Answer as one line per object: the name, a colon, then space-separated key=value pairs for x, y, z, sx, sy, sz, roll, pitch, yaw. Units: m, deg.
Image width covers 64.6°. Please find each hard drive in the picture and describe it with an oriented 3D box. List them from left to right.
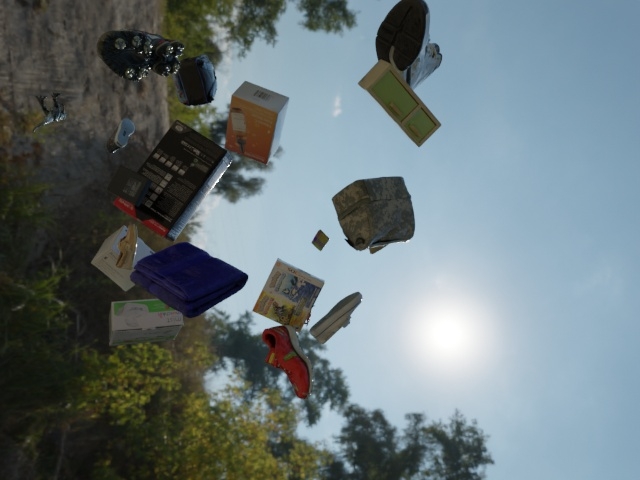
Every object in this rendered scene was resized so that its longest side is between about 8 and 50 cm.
hard drive: x=-0.608 y=-0.174 z=1.607 sx=0.094 sy=0.135 sz=0.022 roll=-63 pitch=158 yaw=-4

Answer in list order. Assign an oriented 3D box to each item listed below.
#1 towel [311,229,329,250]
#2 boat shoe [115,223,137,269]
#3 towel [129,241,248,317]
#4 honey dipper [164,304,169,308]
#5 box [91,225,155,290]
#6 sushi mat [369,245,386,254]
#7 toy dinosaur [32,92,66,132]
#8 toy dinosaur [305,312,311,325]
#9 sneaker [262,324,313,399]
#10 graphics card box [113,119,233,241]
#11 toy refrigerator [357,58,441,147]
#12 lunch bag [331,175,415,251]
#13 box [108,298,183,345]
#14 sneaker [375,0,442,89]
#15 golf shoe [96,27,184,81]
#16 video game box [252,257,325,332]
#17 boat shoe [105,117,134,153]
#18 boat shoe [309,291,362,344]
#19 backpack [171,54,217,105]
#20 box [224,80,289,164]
towel: x=0.000 y=0.000 z=2.061 sx=0.060 sy=0.009 sz=0.083 roll=43 pitch=-50 yaw=13
boat shoe: x=-0.649 y=0.023 z=1.689 sx=0.063 sy=0.059 sz=0.170 roll=47 pitch=-54 yaw=54
towel: x=-0.388 y=0.098 z=1.484 sx=0.308 sy=0.228 sz=0.076 roll=23 pitch=-49 yaw=37
honey dipper: x=-0.507 y=0.187 z=1.690 sx=0.160 sy=0.031 sz=0.030 roll=-124 pitch=-143 yaw=-68
box: x=-0.785 y=0.071 z=2.035 sx=0.119 sy=0.181 sz=0.181 roll=-33 pitch=-153 yaw=17
sushi mat: x=0.239 y=-0.106 z=2.286 sx=0.019 sy=0.151 sz=0.316 roll=11 pitch=-54 yaw=54
toy dinosaur: x=-1.046 y=-0.506 z=1.963 sx=0.268 sy=0.064 sz=0.118 roll=-91 pitch=-175 yaw=-65
toy dinosaur: x=-0.060 y=0.338 z=2.263 sx=0.090 sy=0.047 sz=0.082 roll=-59 pitch=-162 yaw=17
sneaker: x=-0.111 y=0.380 z=1.570 sx=0.279 sy=0.119 sz=0.107 roll=56 pitch=-47 yaw=44
graphics card box: x=-0.506 y=-0.208 z=1.757 sx=0.370 sy=0.233 sz=0.094 roll=-57 pitch=169 yaw=-7
toy refrigerator: x=0.248 y=-0.418 z=1.560 sx=0.102 sy=0.269 sz=0.094 roll=-45 pitch=-149 yaw=10
lunch bag: x=0.221 y=-0.098 z=2.009 sx=0.213 sy=0.305 sz=0.255 roll=-36 pitch=-111 yaw=47
box: x=-0.709 y=0.331 z=2.043 sx=0.231 sy=0.262 sz=0.126 roll=131 pitch=-48 yaw=-55
sneaker: x=0.328 y=-0.693 z=1.786 sx=0.169 sy=0.257 sz=0.447 roll=40 pitch=-24 yaw=15
golf shoe: x=-0.431 y=-0.432 z=1.157 sx=0.105 sy=0.120 sz=0.273 roll=-67 pitch=171 yaw=20
video game box: x=-0.111 y=0.192 z=1.764 sx=0.048 sy=0.187 sz=0.205 roll=-83 pitch=-162 yaw=-84
boat shoe: x=-0.841 y=-0.439 z=2.115 sx=0.083 sy=0.065 sz=0.183 roll=-24 pitch=-141 yaw=22
boat shoe: x=0.068 y=0.271 z=1.770 sx=0.075 sy=0.226 sz=0.083 roll=50 pitch=6 yaw=-12
backpack: x=-0.417 y=-0.546 z=1.717 sx=0.173 sy=0.117 sz=0.158 roll=-86 pitch=166 yaw=-61
box: x=-0.171 y=-0.311 z=1.347 sx=0.091 sy=0.130 sz=0.170 roll=-66 pitch=177 yaw=-46
